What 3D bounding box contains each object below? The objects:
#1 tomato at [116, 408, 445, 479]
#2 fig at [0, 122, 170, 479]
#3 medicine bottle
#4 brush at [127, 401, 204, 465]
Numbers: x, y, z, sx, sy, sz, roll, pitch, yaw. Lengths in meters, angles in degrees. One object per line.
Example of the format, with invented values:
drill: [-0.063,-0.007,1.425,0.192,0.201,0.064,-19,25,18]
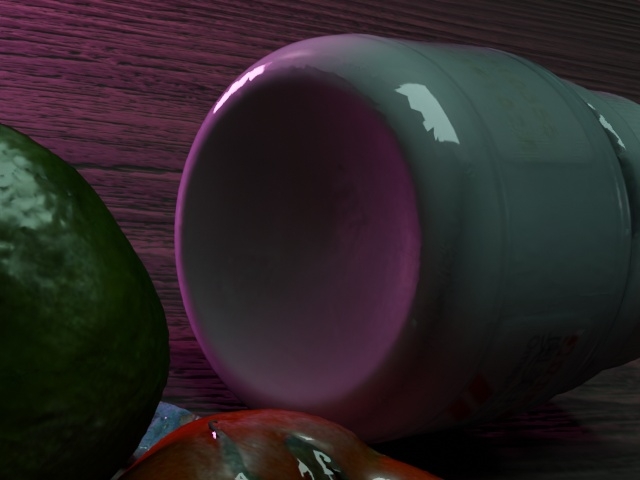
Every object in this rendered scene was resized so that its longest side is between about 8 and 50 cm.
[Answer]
tomato: [-0.001,0.154,0.788,0.236,0.095,0.237,18,19,-7]
fig: [-0.183,0.075,0.753,0.203,0.203,0.235,21,60,3]
medicine bottle: [0.087,-0.004,1.071,0.306,0.245,0.245,-3,29,-47]
brush: [-0.048,0.125,0.931,0.196,0.021,0.070,20,21,0]
